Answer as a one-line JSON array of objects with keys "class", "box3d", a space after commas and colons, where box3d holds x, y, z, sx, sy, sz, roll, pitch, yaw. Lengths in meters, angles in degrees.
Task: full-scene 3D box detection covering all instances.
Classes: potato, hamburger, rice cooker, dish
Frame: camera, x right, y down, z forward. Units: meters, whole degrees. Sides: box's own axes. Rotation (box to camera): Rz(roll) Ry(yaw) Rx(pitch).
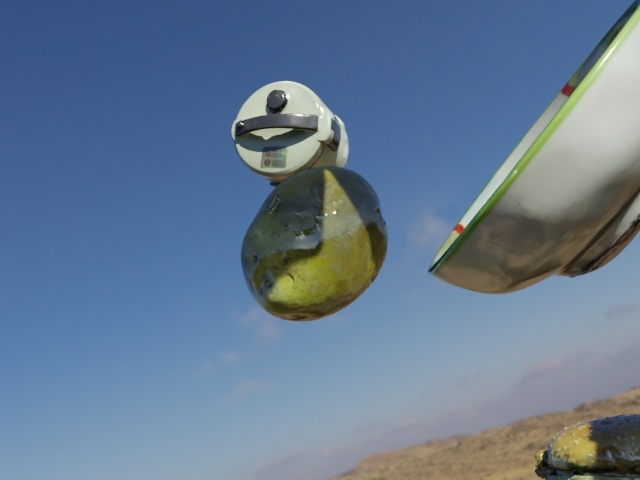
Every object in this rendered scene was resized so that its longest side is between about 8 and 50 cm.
[{"class": "potato", "box3d": [-0.002, -0.001, 0.994, 0.228, 0.197, 0.148, -20, -17, -39]}, {"class": "hamburger", "box3d": [0.415, 0.316, 1.034, 0.215, 0.122, 0.189, -10, -12, 17]}, {"class": "rice cooker", "box3d": [-0.060, -0.214, 1.561, 0.226, 0.226, 0.244, -23, -21, 12]}, {"class": "dish", "box3d": [0.246, -0.062, 0.674, 0.324, 0.124, 0.324, -51, -6, -7]}]
